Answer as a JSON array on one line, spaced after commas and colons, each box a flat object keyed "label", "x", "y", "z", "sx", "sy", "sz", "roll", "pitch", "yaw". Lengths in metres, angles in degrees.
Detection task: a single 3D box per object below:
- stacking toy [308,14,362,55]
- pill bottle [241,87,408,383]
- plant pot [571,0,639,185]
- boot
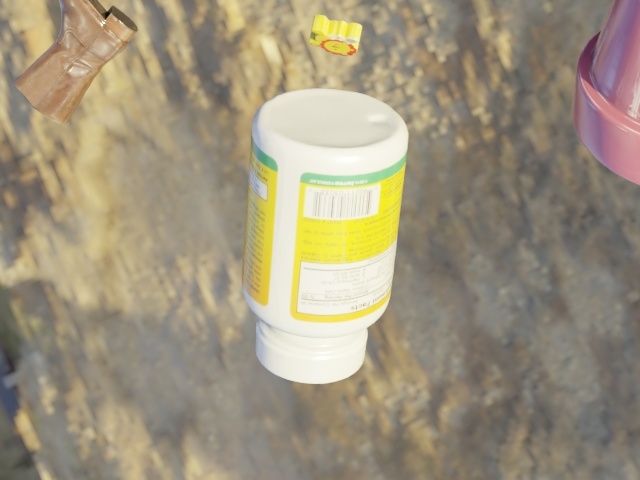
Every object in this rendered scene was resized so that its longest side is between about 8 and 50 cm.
[{"label": "stacking toy", "x": 0.036, "y": -0.284, "z": 1.558, "sx": 0.221, "sy": 0.052, "sz": 0.167, "roll": 104, "pitch": 178, "yaw": -75}, {"label": "pill bottle", "x": 0.000, "y": 0.000, "z": 1.295, "sx": 0.117, "sy": 0.118, "sz": 0.208, "roll": 37, "pitch": 133, "yaw": 44}, {"label": "plant pot", "x": 0.313, "y": -0.164, "z": 1.387, "sx": 0.201, "sy": 0.201, "sz": 0.180, "roll": 43, "pitch": 147, "yaw": 37}, {"label": "boot", "x": -0.223, "y": -0.162, "z": 1.397, "sx": 0.106, "sy": 0.114, "sz": 0.037, "roll": 40, "pitch": -160, "yaw": -10}]
